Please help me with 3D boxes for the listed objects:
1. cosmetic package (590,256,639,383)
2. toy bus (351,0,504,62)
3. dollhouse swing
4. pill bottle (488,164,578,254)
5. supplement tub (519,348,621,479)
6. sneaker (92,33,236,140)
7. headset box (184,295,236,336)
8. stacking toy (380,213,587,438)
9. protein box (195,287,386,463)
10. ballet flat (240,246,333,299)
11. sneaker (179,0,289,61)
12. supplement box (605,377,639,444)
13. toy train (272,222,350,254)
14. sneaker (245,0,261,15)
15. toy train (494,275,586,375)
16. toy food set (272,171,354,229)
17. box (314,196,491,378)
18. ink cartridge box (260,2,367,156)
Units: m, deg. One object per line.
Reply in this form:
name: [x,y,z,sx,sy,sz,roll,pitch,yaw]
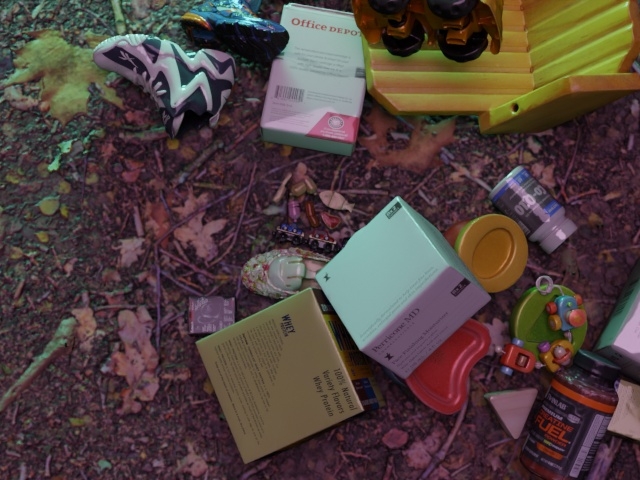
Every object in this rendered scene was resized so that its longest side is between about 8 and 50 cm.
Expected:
cosmetic package: [0.631,0.178,1.806,0.365,0.155,0.197,30,79,5]
toy bus: [0.176,-0.396,1.776,0.220,0.149,0.211,6,69,18]
dollhouse swing: [0.270,-0.370,1.843,0.305,0.315,0.347,3,75,-34]
pill bottle: [0.343,-0.048,1.890,0.078,0.078,0.137,-42,81,-9]
supplement tub: [0.384,0.267,1.783,0.106,0.106,0.198,22,96,4]
sneaker: [-0.263,-0.241,1.915,0.235,0.094,0.153,11,69,-9]
headset box: [-0.175,0.121,1.870,0.083,0.032,0.062,-2,77,0]
stacking toy: [0.250,0.137,1.862,0.279,0.130,0.309,37,82,-20]
protein box: [-0.043,0.202,1.774,0.201,0.136,0.200,-26,79,14]
ballet flat: [-0.008,0.053,1.865,0.241,0.077,0.091,4,78,1]
sneaker: [-0.133,-0.356,1.914,0.221,0.083,0.087,21,64,36]
supplement box: [0.482,0.268,1.834,0.083,0.056,0.083,18,79,3]
toy train: [0.000,0.000,1.901,0.158,0.027,0.036,13,74,2]
sneaker: [-0.023,-0.464,1.981,0.275,0.107,0.110,-23,98,-1]
toy train: [0.347,0.144,1.804,0.125,0.046,0.166,28,84,-21]
toy food set: [-0.014,-0.056,1.919,0.122,0.019,0.078,30,79,-2]
box: [0.117,0.068,1.718,0.181,0.119,0.182,-45,42,12]
ink cartridge box: [-0.002,-0.263,1.925,0.158,0.092,0.218,10,79,1]
